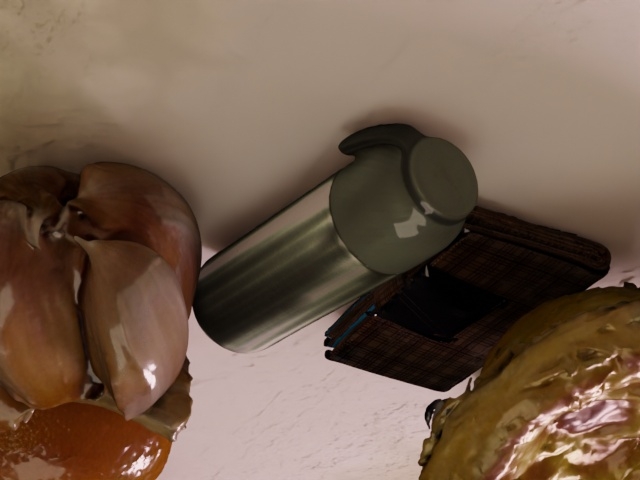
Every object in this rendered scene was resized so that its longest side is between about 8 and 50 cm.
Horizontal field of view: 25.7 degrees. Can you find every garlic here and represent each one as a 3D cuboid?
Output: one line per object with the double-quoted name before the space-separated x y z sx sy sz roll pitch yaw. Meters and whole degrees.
"garlic" -0.185 0.032 0.947 0.214 0.160 0.191 -1 124 16

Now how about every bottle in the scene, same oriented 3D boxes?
"bottle" 0.000 0.000 0.947 0.253 0.079 0.096 -31 96 48

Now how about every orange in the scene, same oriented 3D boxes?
"orange" -0.210 0.129 1.091 0.206 0.206 0.206 4 150 2

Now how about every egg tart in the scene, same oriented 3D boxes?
"egg tart" 0.202 0.121 0.992 0.294 0.116 0.295 -10 137 -10

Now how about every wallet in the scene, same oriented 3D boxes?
"wallet" 0.102 0.049 1.043 0.124 0.042 0.230 15 149 -20

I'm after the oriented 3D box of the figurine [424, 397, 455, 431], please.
"figurine" 0.197 0.187 1.180 0.265 0.140 0.193 24 134 -11
